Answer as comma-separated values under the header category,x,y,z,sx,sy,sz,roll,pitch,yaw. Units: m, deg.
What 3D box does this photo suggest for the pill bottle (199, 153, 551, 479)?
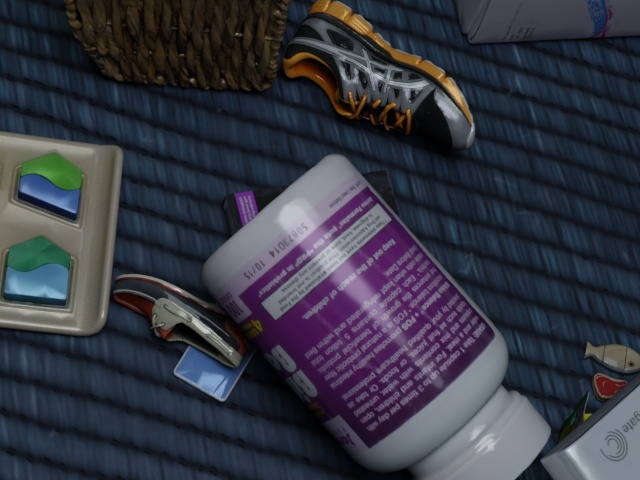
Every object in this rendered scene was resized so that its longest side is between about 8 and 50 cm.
category,x,y,z,sx,sy,sz,roll,pitch,yaw
pill bottle,0.051,0.088,1.186,0.169,0.169,0.301,-41,90,-24

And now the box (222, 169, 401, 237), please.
category,x,y,z,sx,sy,sz,roll,pitch,yaw
box,0.000,0.000,1.306,0.162,0.029,0.116,-10,68,-16

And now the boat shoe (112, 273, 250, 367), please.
category,x,y,z,sx,sy,sz,roll,pitch,yaw
boat shoe,-0.126,0.071,1.238,0.137,0.049,0.043,22,65,5

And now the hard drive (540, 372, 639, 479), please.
category,x,y,z,sx,sy,sz,roll,pitch,yaw
hard drive,0.365,0.262,1.153,0.233,0.047,0.353,-32,83,-35

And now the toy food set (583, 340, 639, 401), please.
category,x,y,z,sx,sy,sz,roll,pitch,yaw
toy food set,0.307,0.135,1.303,0.122,0.019,0.078,8,64,-6

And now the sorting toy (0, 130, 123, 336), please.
category,x,y,z,sx,sy,sz,roll,pitch,yaw
sorting toy,-0.289,-0.015,1.256,0.208,0.038,0.193,5,65,-7

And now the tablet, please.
category,x,y,z,sx,sy,sz,roll,pitch,yaw
tablet,-0.090,0.100,1.257,0.054,0.006,0.083,29,65,4

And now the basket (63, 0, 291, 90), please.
category,x,y,z,sx,sy,sz,roll,pitch,yaw
basket,-0.127,-0.303,1.274,0.213,0.299,0.223,3,67,-7

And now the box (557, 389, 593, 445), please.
category,x,y,z,sx,sy,sz,roll,pitch,yaw
box,0.237,0.227,1.201,0.043,0.105,0.179,1,65,-5

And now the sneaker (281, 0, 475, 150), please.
category,x,y,z,sx,sy,sz,roll,pitch,yaw
sneaker,0.056,-0.146,1.359,0.215,0.084,0.083,35,67,17

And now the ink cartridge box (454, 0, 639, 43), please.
category,x,y,z,sx,sy,sz,roll,pitch,yaw
ink cartridge box,0.278,-0.324,1.454,0.278,0.117,0.201,-4,66,-11
